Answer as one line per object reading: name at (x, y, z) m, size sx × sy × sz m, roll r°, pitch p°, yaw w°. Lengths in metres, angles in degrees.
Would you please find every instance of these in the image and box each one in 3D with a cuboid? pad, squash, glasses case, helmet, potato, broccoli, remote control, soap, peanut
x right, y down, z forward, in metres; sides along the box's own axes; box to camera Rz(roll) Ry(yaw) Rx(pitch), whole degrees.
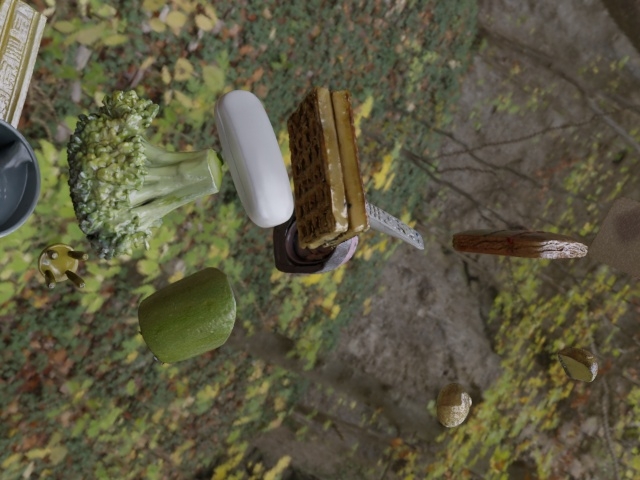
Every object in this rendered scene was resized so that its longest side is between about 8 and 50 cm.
pad at (0.800, -0.001, 1.842) m, size 0.002 × 0.176 × 0.266 m, roll -55°, pitch 161°, yaw -31°
squash at (-0.280, 0.170, 1.697) m, size 0.260 × 0.189 × 0.189 m, roll -24°, pitch -165°, yaw 15°
glasses case at (-0.109, -0.136, 1.200) m, size 0.092 × 0.233 × 0.059 m, roll -20°, pitch -178°, yaw -44°
helmet at (0.000, 0.000, 1.996) m, size 0.253 × 0.154 × 0.198 m, roll -22°, pitch -112°, yaw 47°
potato at (0.689, 0.321, 1.888) m, size 0.066 × 0.096 × 0.103 m, roll -42°, pitch -156°, yaw -18°
broccoli at (-0.279, -0.106, 1.171) m, size 0.247 × 0.243 × 0.263 m, roll 46°, pitch 38°, yaw -77°
remote control at (0.151, -0.038, 1.740) m, size 0.044 × 0.229 × 0.073 m, roll -53°, pitch -160°, yaw 23°
soap at (-0.567, -0.317, 1.300) m, size 0.092 × 0.037 × 0.252 m, roll 28°, pitch 68°, yaw -54°
peanut at (0.434, 0.541, 2.375) m, size 0.159 × 0.109 × 0.141 m, roll 11°, pitch 74°, yaw -64°

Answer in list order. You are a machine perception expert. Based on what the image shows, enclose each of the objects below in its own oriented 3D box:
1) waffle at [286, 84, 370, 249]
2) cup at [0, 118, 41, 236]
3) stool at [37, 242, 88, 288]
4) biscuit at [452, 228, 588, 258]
waffle at (0.007, -0.147, 1.524) m, size 0.213 × 0.091 × 0.308 m, roll 150°, pitch -64°, yaw -67°
cup at (-0.653, -0.096, 1.242) m, size 0.312 × 0.205 × 0.205 m, roll -3°, pitch -132°, yaw 40°
stool at (-0.703, 0.070, 1.973) m, size 0.135 × 0.134 × 0.110 m, roll -44°, pitch -146°, yaw -18°
biscuit at (0.424, 0.003, 1.484) m, size 0.277 × 0.262 × 0.052 m, roll 6°, pitch -85°, yaw 58°
